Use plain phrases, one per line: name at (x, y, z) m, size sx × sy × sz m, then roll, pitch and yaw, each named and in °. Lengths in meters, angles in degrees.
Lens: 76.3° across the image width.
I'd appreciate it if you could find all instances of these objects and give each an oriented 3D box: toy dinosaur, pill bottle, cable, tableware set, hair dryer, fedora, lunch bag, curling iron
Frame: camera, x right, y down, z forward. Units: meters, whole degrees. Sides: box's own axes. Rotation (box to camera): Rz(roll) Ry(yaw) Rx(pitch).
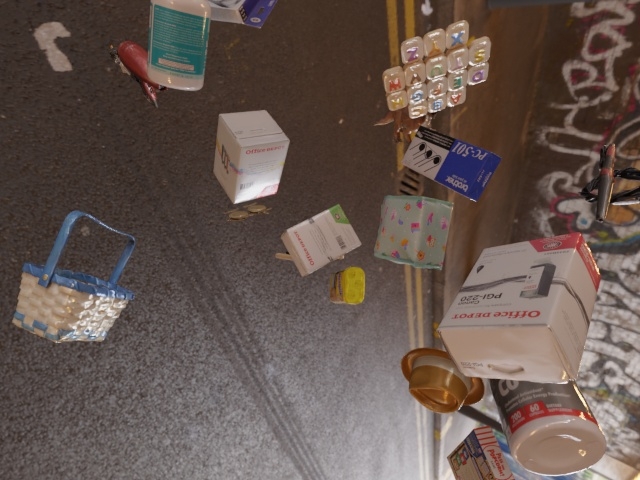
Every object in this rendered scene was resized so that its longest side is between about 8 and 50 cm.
toy dinosaur at (0.324, -0.459, 1.464) m, size 0.127 × 0.295 × 0.200 m, roll -38°, pitch 132°, yaw -27°
pill bottle at (0.434, 0.302, 0.839) m, size 0.283 × 0.161 × 0.161 m, roll -80°, pitch 169°, yaw -59°
cable at (0.875, -0.164, 1.213) m, size 0.047 × 0.184 × 0.151 m, roll 54°, pitch 50°, yaw -31°
tableware set at (-0.339, -0.123, 1.907) m, size 0.194 × 0.128 × 0.039 m, roll -25°, pitch 123°, yaw -40°
hair dryer at (-0.557, -0.531, 1.311) m, size 0.080 × 0.293 × 0.224 m, roll -46°, pitch 132°, yaw -10°
fedora at (0.267, 0.331, 0.927) m, size 0.079 × 0.194 × 0.194 m, roll -46°, pitch 141°, yaw -45°
pill bottle at (-0.362, -0.537, 1.048) m, size 0.146 × 0.146 × 0.264 m, roll -21°, pitch 135°, yaw -50°
lunch bag at (0.280, -0.034, 1.328) m, size 0.160 × 0.262 × 0.224 m, roll 6°, pitch 94°, yaw -28°
curling iron at (0.703, -0.144, 1.002) m, size 0.274 × 0.035 × 0.068 m, roll -59°, pitch 141°, yaw -35°

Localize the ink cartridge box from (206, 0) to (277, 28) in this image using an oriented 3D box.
ink cartridge box at (-0.261, -0.724, 1.230) m, size 0.045 × 0.223 × 0.223 m, roll 97°, pitch 4°, yaw -51°

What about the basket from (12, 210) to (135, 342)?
basket at (-0.577, 0.091, 0.988) m, size 0.255 × 0.201 × 0.289 m, roll 71°, pitch 42°, yaw -73°

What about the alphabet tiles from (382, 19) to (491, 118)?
alphabet tiles at (0.314, -0.446, 1.108) m, size 0.278 × 0.283 × 0.021 m, roll 58°, pitch 18°, yaw -61°

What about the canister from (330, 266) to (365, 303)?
canister at (0.092, 0.166, 1.460) m, size 0.073 × 0.170 × 0.126 m, roll 6°, pitch 79°, yaw -17°

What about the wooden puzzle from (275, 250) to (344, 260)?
wooden puzzle at (-0.042, 0.059, 1.744) m, size 0.238 × 0.220 × 0.044 m, roll -8°, pitch 104°, yaw -62°

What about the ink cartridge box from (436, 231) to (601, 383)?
ink cartridge box at (0.291, 0.092, 0.594) m, size 0.218 × 0.158 × 0.092 m, roll -45°, pitch 109°, yaw -38°

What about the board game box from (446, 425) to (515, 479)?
board game box at (0.362, 0.532, 0.923) m, size 0.045 × 0.147 × 0.194 m, roll -4°, pitch 137°, yaw -12°

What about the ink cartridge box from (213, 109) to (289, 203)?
ink cartridge box at (-0.172, -0.204, 0.988) m, size 0.128 × 0.127 × 0.176 m, roll -17°, pitch 148°, yaw -32°

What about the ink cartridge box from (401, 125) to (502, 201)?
ink cartridge box at (0.271, -0.170, 0.875) m, size 0.046 × 0.207 × 0.097 m, roll 14°, pitch 110°, yaw -38°

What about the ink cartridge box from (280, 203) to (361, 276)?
ink cartridge box at (0.000, 0.000, 1.366) m, size 0.219 × 0.092 × 0.160 m, roll -27°, pitch 86°, yaw -24°
